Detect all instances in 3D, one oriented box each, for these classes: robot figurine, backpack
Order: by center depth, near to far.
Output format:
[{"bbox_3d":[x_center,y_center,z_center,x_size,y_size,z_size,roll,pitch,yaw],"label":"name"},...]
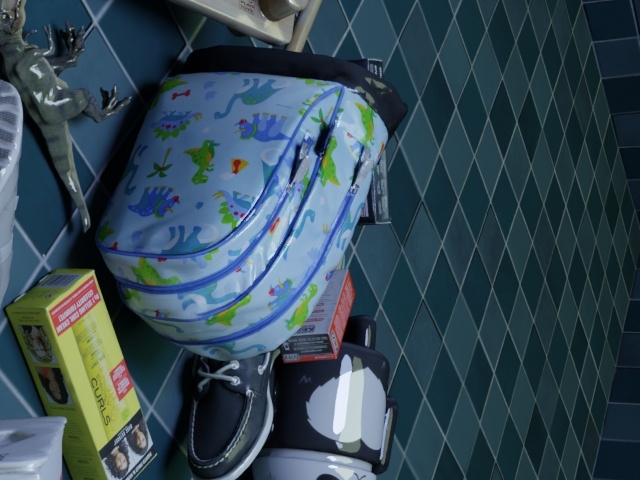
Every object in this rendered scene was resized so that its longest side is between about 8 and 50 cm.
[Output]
[{"bbox_3d":[-0.094,-0.045,1.273,0.273,0.290,0.356,37,66,-61],"label":"backpack"},{"bbox_3d":[0.003,0.229,1.518,0.173,0.209,0.278,97,1,-73],"label":"robot figurine"}]

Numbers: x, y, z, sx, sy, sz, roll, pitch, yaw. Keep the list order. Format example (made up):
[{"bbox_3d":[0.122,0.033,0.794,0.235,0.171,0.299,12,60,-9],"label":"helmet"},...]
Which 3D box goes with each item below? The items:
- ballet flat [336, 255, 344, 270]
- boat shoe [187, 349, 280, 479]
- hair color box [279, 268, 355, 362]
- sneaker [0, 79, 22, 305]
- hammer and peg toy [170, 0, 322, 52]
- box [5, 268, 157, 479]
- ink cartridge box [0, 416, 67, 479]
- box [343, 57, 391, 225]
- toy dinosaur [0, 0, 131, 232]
[{"bbox_3d":[0.000,0.000,1.651,0.073,0.080,0.232,33,54,-24],"label":"ballet flat"},{"bbox_3d":[-0.110,0.154,1.395,0.302,0.114,0.091,-79,152,-44],"label":"boat shoe"},{"bbox_3d":[-0.005,0.094,1.444,0.141,0.072,0.043,-69,148,-55],"label":"hair color box"},{"bbox_3d":[-0.330,-0.014,1.038,0.115,0.105,0.281,97,0,-71],"label":"sneaker"},{"bbox_3d":[-0.080,-0.358,1.325,0.361,0.127,0.266,19,71,-37],"label":"hammer and peg toy"},{"bbox_3d":[-0.245,0.150,1.191,0.087,0.058,0.232,-45,127,-52],"label":"box"},{"bbox_3d":[-0.284,0.344,0.883,0.279,0.160,0.385,168,-78,-80],"label":"ink cartridge box"},{"bbox_3d":[0.002,-0.128,1.531,0.051,0.175,0.220,-9,96,-61],"label":"box"},{"bbox_3d":[-0.264,-0.151,1.173,0.118,0.064,0.268,-51,134,-41],"label":"toy dinosaur"}]
